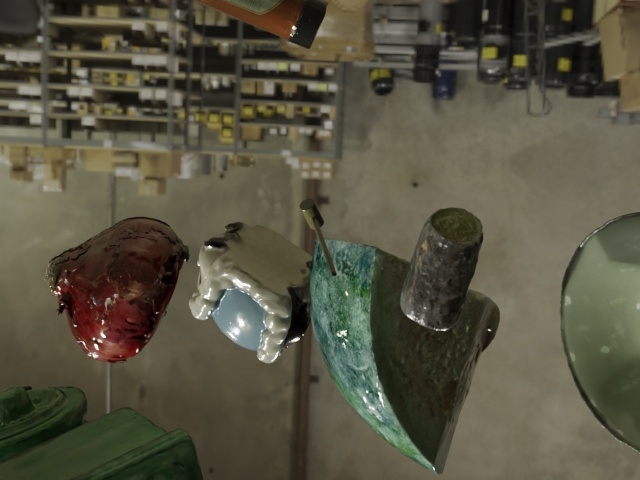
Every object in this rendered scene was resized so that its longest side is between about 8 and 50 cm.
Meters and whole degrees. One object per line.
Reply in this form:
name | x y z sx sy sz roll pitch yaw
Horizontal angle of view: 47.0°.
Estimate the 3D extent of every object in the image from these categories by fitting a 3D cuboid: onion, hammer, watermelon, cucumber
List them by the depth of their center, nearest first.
cucumber | 0.114 0.026 0.683 0.064 0.112 0.064 11 -151 -6
hammer | 0.000 0.000 0.819 0.019 0.035 0.110 -23 -135 5
onion | -0.247 0.051 0.870 0.147 0.184 0.184 21 176 -32
watermelon | 0.136 0.137 1.035 0.258 0.387 0.228 -26 -157 -15

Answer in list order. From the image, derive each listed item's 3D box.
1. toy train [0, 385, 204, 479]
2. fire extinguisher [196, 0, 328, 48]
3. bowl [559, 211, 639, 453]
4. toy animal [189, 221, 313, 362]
toy train | -0.184 0.175 0.366 0.266 0.145 0.201 -21 -165 -31
fire extinguisher | -0.082 -0.232 0.675 0.177 0.050 0.062 21 -143 -12
bowl | 0.501 0.121 1.003 0.157 0.337 0.337 -7 -170 -25
toy animal | -0.107 0.081 1.144 0.204 0.156 0.208 31 -161 1
